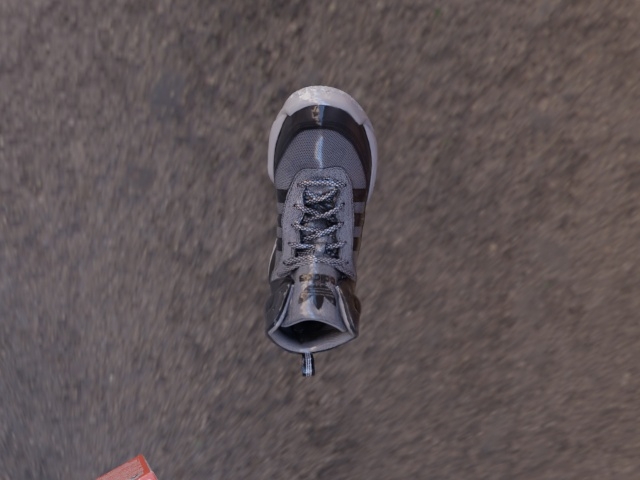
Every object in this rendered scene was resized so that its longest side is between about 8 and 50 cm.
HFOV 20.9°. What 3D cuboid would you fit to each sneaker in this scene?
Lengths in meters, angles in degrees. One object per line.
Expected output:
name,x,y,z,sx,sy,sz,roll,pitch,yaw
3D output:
sneaker,0.000,0.000,1.577,0.101,0.269,0.153,2,42,-2

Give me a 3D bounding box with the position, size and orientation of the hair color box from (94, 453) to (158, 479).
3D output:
hair color box,-0.109,0.191,1.097,0.053,0.167,0.093,-29,91,-7
